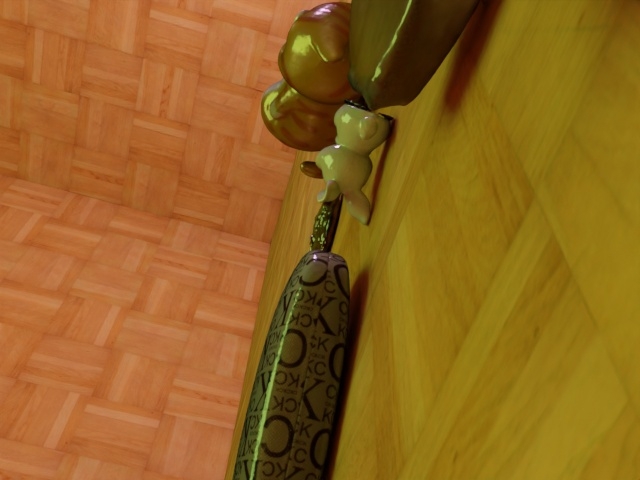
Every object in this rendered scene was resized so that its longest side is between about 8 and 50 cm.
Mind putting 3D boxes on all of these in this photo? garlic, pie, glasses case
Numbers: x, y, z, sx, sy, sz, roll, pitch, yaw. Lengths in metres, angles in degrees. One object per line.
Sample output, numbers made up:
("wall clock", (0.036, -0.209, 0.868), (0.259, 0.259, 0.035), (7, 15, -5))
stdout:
("garlic", (0.087, -0.251, 0.542), (0.143, 0.112, 0.318), (35, 109, 61))
("pie", (0.000, 0.002, 1.145), (0.088, 0.033, 0.191), (-100, 25, -67))
("glasses case", (-0.033, 0.181, 0.731), (0.137, 0.085, 0.355), (119, 165, -71))

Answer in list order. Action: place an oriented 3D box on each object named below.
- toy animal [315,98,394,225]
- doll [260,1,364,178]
("toy animal", (0.037, -0.093, 0.835), (0.124, 0.070, 0.085), (-66, 26, 8))
("doll", (0.004, -0.239, 1.084), (0.167, 0.162, 0.270), (-52, -11, -26))
